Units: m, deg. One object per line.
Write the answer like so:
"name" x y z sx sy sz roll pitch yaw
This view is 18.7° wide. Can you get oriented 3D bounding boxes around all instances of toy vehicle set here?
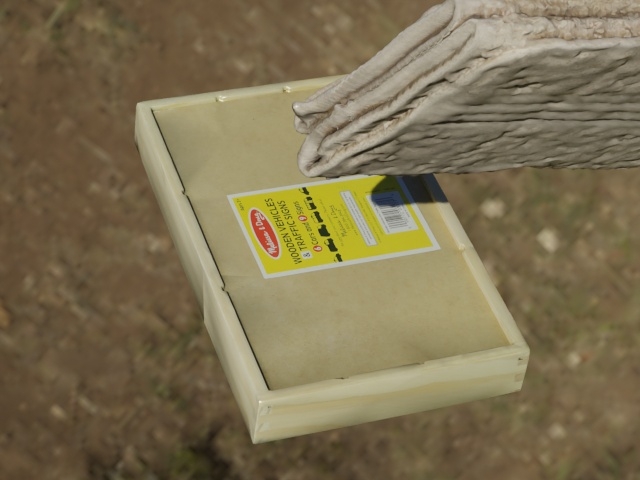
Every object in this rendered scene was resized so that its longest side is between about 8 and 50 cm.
"toy vehicle set" 0.000 0.000 1.182 0.166 0.035 0.267 -9 45 -17

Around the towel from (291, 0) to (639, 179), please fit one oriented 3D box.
"towel" 0.140 -0.080 0.943 0.282 0.187 0.049 -2 75 -32
